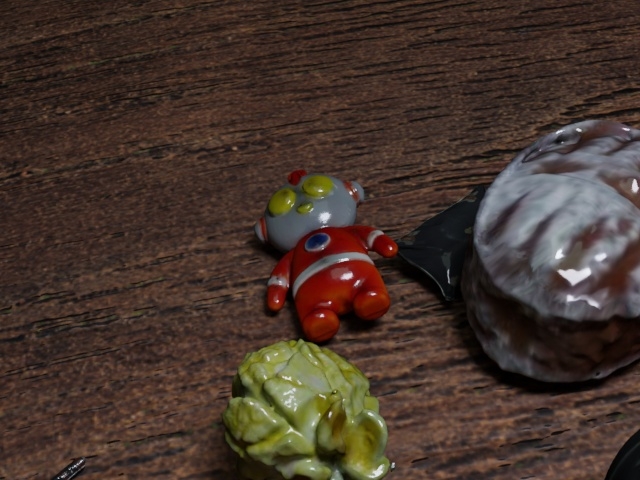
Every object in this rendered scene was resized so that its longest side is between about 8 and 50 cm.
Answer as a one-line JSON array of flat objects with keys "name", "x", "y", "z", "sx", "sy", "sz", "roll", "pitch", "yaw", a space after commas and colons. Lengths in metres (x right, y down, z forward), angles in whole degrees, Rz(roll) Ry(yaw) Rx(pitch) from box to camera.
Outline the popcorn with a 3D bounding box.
[{"name": "popcorn", "x": -0.014, "y": 0.148, "z": 1.001, "sx": 0.162, "sy": 0.141, "sz": 0.135, "roll": -23, "pitch": 21, "yaw": 50}]

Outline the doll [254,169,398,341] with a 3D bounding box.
[{"name": "doll", "x": 0.000, "y": 0.000, "z": 1.225, "sx": 0.142, "sy": 0.076, "sz": 0.245, "roll": -22, "pitch": 44, "yaw": 3}]

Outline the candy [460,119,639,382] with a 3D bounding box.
[{"name": "candy", "x": 0.255, "y": 0.001, "z": 1.126, "sx": 0.214, "sy": 0.157, "sz": 0.289, "roll": 27, "pitch": 51, "yaw": 21}]

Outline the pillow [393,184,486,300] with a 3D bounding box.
[{"name": "pillow", "x": 0.149, "y": -0.002, "z": 1.228, "sx": 0.150, "sy": 0.048, "sz": 0.090, "roll": -30, "pitch": 42, "yaw": -30}]

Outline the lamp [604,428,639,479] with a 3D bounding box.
[{"name": "lamp", "x": 0.288, "y": 0.226, "z": 0.763, "sx": 0.374, "sy": 0.205, "sz": 0.272, "roll": -18, "pitch": 16, "yaw": 41}]

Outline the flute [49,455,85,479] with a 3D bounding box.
[{"name": "flute", "x": -0.297, "y": 0.265, "z": 0.987, "sx": 0.014, "sy": 0.014, "sz": 0.269, "roll": 26, "pitch": 49, "yaw": 33}]
